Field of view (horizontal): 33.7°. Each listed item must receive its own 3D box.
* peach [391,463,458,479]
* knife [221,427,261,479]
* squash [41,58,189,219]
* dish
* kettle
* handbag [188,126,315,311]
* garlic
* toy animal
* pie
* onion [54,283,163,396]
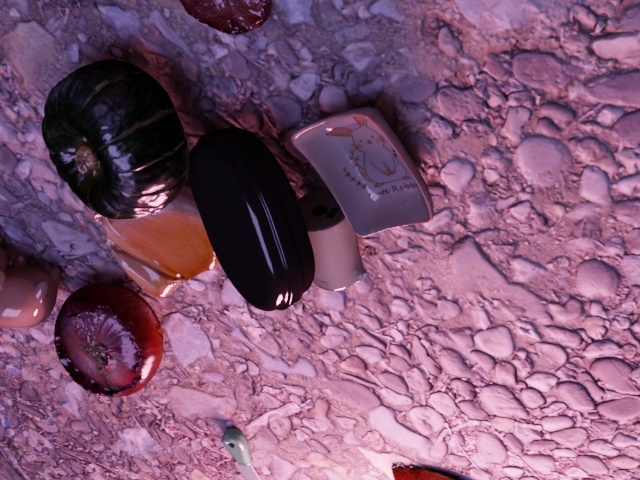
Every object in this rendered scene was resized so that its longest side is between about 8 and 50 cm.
[{"bbox_3d":[0.256,0.555,2.165,0.279,0.068,0.189,31,136,-4],"label":"peach"},{"bbox_3d":[-0.168,0.505,2.358,0.063,0.034,0.260,8,138,25],"label":"knife"},{"bbox_3d":[-0.317,-0.154,1.643,0.252,0.165,0.252,27,131,37],"label":"squash"},{"bbox_3d":[0.074,-0.114,1.585,0.151,0.077,0.212,-12,125,37],"label":"dish"},{"bbox_3d":[0.001,0.004,1.720,0.127,0.098,0.148,-10,133,7],"label":"kettle"},{"bbox_3d":[-0.112,-0.035,1.672,0.254,0.093,0.308,24,136,57],"label":"handbag"},{"bbox_3d":[-0.278,-0.023,1.837,0.217,0.110,0.228,-25,129,28],"label":"garlic"},{"bbox_3d":[-0.648,0.089,2.101,0.250,0.166,0.154,22,109,1],"label":"toy animal"},{"bbox_3d":[-0.139,-0.355,1.482,0.154,0.036,0.154,14,137,14],"label":"pie"},{"bbox_3d":[-0.412,0.189,2.071,0.248,0.161,0.248,7,127,10],"label":"onion"}]
